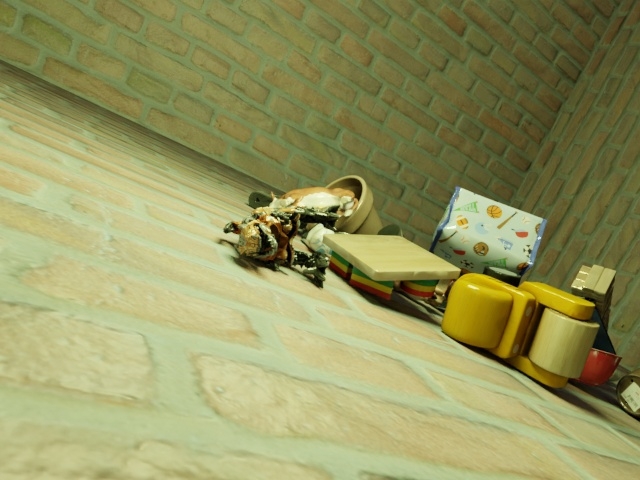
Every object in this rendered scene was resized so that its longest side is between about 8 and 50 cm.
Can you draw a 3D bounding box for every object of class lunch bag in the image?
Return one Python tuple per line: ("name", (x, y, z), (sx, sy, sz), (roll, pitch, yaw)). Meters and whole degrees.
("lunch bag", (0.556, 0.043, 1.690), (0.328, 0.239, 0.385), (26, -24, 12))

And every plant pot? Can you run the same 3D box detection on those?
("plant pot", (0.950, 0.432, 1.314), (0.230, 0.215, 0.215), (8, 13, -21))
("plant pot", (0.110, -0.059, 1.666), (0.229, 0.263, 0.263), (43, -4, -35))

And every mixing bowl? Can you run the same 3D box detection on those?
("mixing bowl", (0.741, 0.352, 1.342), (0.181, 0.098, 0.181), (16, -7, 2))

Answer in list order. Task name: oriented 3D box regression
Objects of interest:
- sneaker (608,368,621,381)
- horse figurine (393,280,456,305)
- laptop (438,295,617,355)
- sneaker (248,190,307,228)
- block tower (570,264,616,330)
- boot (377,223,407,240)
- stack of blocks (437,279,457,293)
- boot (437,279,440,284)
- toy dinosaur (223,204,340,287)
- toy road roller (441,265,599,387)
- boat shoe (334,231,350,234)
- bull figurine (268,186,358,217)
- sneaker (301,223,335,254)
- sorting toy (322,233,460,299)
("sneaker", (1.022, 0.455, 1.820), (0.121, 0.099, 0.262), (31, 11, -30))
("horse figurine", (0.279, 0.133, 1.362), (0.263, 0.066, 0.174), (14, -15, 36))
("laptop", (0.621, 0.273, 1.454), (0.408, 0.236, 0.382), (-14, 12, -36))
("sneaker", (-0.130, -0.111, 1.669), (0.227, 0.087, 0.130), (23, 12, 17))
("block tower", (0.821, 0.212, 1.439), (0.091, 0.097, 0.335), (22, -31, 39))
("boot", (0.269, 0.062, 1.553), (0.179, 0.085, 0.236), (60, 4, -27))
("stack of blocks", (0.587, 0.229, 1.818), (0.297, 0.087, 0.171), (20, 9, -44))
("boot", (0.467, 0.144, 1.997), (0.248, 0.090, 0.207), (34, 7, 24))
("toy dinosaur", (-0.082, -0.022, 0.976), (0.218, 0.164, 0.322), (10, 30, -3))
("toy road roller", (0.443, 0.194, 1.126), (0.240, 0.202, 0.329), (6, 13, -38))
("boat shoe", (0.128, 0.046, 1.522), (0.227, 0.081, 0.069), (33, 4, -9))
("bull figurine", (-0.037, -0.109, 1.468), (0.310, 0.101, 0.188), (-7, 16, 4))
("sneaker", (0.000, 0.000, 1.415), (0.086, 0.085, 0.237), (52, -2, -11))
("sorting toy", (0.167, 0.068, 1.201), (0.257, 0.089, 0.255), (2, 19, -29))
